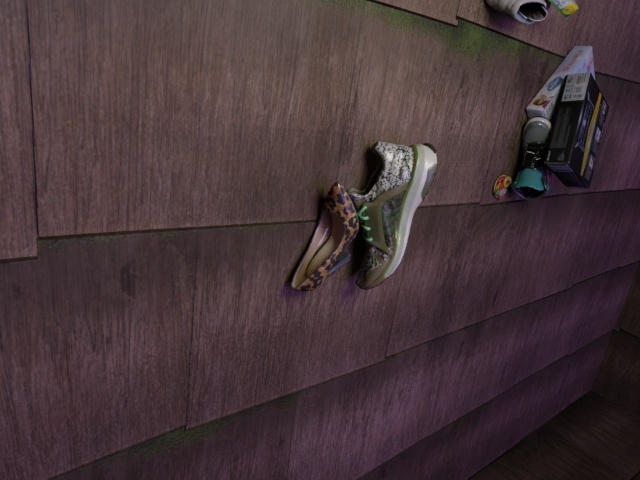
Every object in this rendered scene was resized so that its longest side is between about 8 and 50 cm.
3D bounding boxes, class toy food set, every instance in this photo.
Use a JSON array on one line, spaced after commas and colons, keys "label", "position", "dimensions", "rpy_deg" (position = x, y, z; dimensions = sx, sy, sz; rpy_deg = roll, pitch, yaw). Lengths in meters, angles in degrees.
[{"label": "toy food set", "position": [0.625, -0.185, 1.617], "dimensions": [0.083, 0.020, 0.082], "rpy_deg": [5, 106, -42]}]

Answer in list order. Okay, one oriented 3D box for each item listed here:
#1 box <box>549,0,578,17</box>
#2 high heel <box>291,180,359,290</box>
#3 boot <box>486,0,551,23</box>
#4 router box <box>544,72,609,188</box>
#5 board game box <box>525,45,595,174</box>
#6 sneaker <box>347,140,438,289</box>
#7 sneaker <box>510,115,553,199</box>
[{"label": "box", "position": [0.618, -0.683, 1.257], "dimensions": [0.179, 0.043, 0.105], "rpy_deg": [12, 57, -40]}, {"label": "high heel", "position": [0.000, 0.000, 1.111], "dimensions": [0.186, 0.093, 0.261], "rpy_deg": [-33, 137, -33]}, {"label": "boot", "position": [0.569, -0.629, 1.275], "dimensions": [0.259, 0.123, 0.095], "rpy_deg": [-11, 144, -32]}, {"label": "router box", "position": [0.858, -0.357, 1.562], "dimensions": [0.243, 0.081, 0.308], "rpy_deg": [21, 83, -44]}, {"label": "board game box", "position": [0.869, -0.456, 1.669], "dimensions": [0.318, 0.066, 0.318], "rpy_deg": [-49, 133, -12]}, {"label": "sneaker", "position": [0.141, -0.074, 1.209], "dimensions": [0.182, 0.158, 0.409], "rpy_deg": [16, 102, -12]}, {"label": "sneaker", "position": [0.716, -0.251, 1.583], "dimensions": [0.178, 0.124, 0.295], "rpy_deg": [-55, 139, -35]}]
